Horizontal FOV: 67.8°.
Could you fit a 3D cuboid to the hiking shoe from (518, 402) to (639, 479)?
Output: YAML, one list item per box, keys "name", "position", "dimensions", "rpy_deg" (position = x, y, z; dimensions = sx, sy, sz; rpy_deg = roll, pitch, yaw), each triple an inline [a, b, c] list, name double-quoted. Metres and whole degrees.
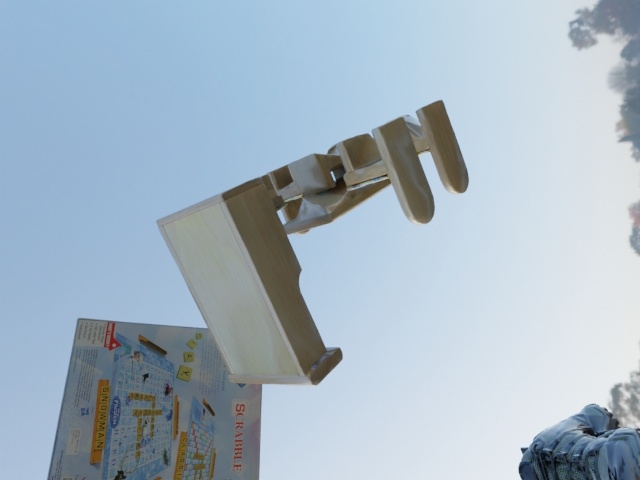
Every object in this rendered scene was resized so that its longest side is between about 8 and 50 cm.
- name: "hiking shoe"
  position: [0.251, 0.224, 0.444]
  dimensions: [0.086, 0.114, 0.227]
  rpy_deg: [64, -169, 16]

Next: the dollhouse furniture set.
- name: "dollhouse furniture set"
  position: [0.000, 0.000, 0.738]
  dimensions: [0.394, 0.361, 0.257]
  rpy_deg: [-33, -75, -46]

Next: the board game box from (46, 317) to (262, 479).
- name: "board game box"
  position: [-0.255, 0.301, 0.781]
  dimensions: [0.317, 0.066, 0.319]
  rpy_deg: [10, -115, -22]
